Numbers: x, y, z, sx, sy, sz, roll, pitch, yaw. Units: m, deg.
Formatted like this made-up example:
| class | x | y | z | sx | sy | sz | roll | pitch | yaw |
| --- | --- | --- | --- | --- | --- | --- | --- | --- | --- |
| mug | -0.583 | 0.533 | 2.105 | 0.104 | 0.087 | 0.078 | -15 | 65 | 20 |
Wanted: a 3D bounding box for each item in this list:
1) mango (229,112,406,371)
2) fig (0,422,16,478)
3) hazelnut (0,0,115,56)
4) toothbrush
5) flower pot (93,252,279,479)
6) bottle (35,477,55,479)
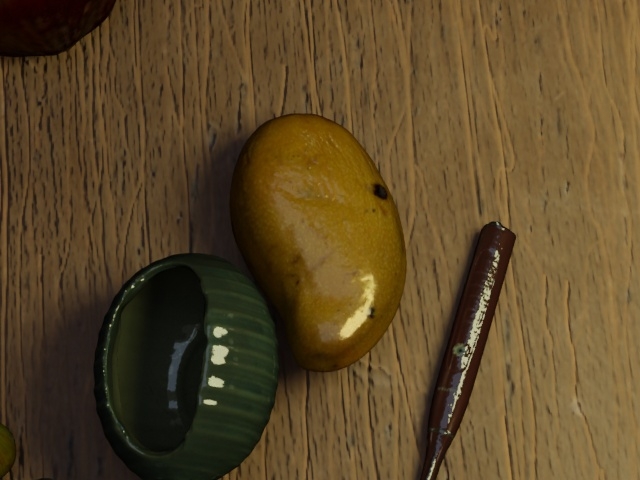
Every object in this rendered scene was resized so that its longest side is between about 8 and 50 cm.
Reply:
| class | x | y | z | sx | sy | sz | roll | pitch | yaw |
| --- | --- | --- | --- | --- | --- | --- | --- | --- | --- |
| mango | -0.001 | 0.001 | 1.666 | 0.177 | 0.120 | 0.294 | -12 | 73 | -8 |
| fig | -0.363 | 0.212 | 1.629 | 0.082 | 0.098 | 0.084 | -25 | 49 | -27 |
| hazelnut | -0.318 | -0.299 | 1.768 | 0.178 | 0.178 | 0.204 | 43 | 48 | 15 |
| toothbrush | 0.142 | 0.150 | 1.647 | 0.041 | 0.041 | 0.363 | 16 | 73 | 9 |
| flower pot | -0.136 | 0.133 | 1.599 | 0.189 | 0.157 | 0.243 | 0 | 78 | 24 |
| bottle | -0.234 | 0.361 | 1.583 | 0.253 | 0.079 | 0.096 | 47 | 118 | 17 |
